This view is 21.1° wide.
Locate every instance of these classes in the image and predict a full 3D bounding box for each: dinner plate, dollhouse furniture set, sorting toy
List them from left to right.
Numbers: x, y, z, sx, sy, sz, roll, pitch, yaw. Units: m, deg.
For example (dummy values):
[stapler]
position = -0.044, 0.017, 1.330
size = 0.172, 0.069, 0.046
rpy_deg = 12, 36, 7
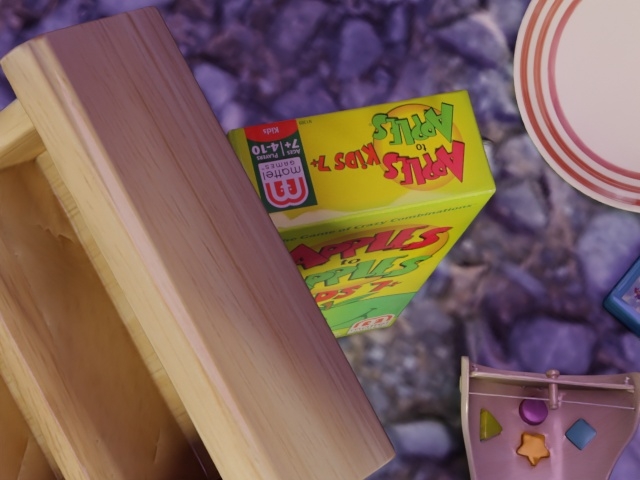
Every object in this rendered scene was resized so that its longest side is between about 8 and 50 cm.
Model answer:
[dollhouse furniture set]
position = -0.204, 0.099, 0.486
size = 0.394, 0.256, 0.362
rpy_deg = -26, 87, -54
[sorting toy]
position = 0.096, 0.094, 0.765
size = 0.083, 0.045, 0.075
rpy_deg = 6, 78, -9
[dinner plate]
position = 0.164, -0.083, 0.827
size = 0.141, 0.017, 0.141
rpy_deg = -1, 86, 12

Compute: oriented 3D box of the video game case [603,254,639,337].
[video game case]
position = 0.232, 0.042, 0.820
size = 0.166, 0.015, 0.119
rpy_deg = 41, 70, 5

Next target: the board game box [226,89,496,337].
[board game box]
position = 0.000, 0.000, 0.701
size = 0.092, 0.181, 0.043
rpy_deg = -10, 74, -14
